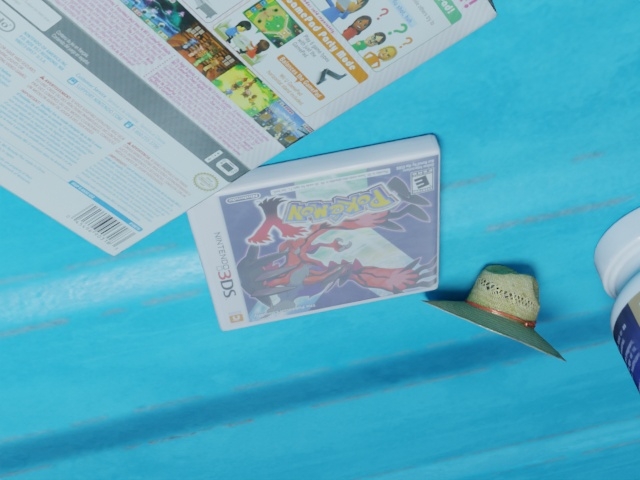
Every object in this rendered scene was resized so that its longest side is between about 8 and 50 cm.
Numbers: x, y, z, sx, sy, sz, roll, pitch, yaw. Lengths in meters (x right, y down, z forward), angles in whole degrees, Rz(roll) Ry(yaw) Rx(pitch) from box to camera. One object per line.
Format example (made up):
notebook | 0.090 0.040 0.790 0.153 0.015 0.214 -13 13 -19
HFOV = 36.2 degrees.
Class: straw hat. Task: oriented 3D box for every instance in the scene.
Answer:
straw hat | 0.168 0.055 0.893 0.144 0.144 0.061 23 89 -36

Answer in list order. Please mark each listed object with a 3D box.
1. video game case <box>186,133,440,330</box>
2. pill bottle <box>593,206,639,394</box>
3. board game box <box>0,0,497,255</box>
video game case | 0.000 0.000 0.814 0.201 0.023 0.183 -11 141 -3
pill bottle | 0.342 0.096 0.838 0.153 0.265 0.153 -9 140 -8
board game box | -0.086 -0.142 0.563 0.303 0.097 0.224 -29 140 20
